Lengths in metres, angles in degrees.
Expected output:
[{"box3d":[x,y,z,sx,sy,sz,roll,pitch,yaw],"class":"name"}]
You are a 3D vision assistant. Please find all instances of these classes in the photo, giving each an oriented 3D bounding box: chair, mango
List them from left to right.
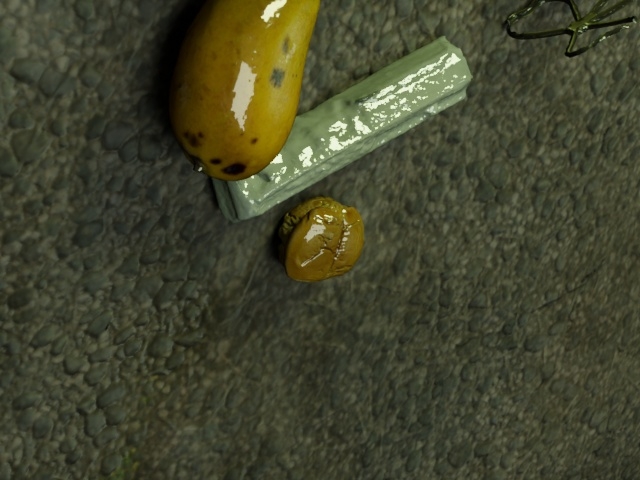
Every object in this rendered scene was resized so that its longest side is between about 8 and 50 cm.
[{"box3d":[-0.059,-0.134,1.259,0.115,0.090,0.178,1,110,-55],"class":"mango"},{"box3d":[0.286,-0.317,1.406,0.326,0.160,0.170,-37,119,-8],"class":"chair"}]

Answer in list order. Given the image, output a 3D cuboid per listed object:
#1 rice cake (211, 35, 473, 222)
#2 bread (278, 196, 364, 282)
[{"box3d":[0.021,-0.096,1.380,0.256,0.052,0.057,-30,107,-24],"class":"rice cake"},{"box3d":[0.000,0.000,1.421,0.083,0.046,0.081,28,96,-48],"class":"bread"}]
